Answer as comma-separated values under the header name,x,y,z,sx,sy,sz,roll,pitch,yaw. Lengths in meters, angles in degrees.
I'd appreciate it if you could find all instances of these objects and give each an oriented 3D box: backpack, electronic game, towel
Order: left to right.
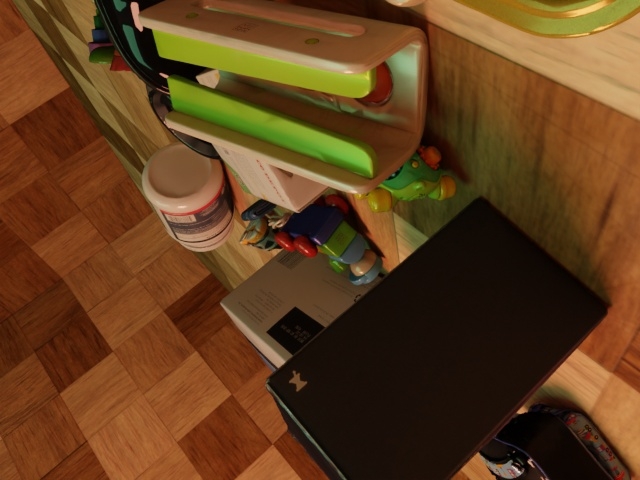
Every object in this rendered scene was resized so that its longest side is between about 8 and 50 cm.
name,x,y,z,sx,sy,sz,roll,pitch,yaw
electronic game,-0.254,-0.245,1.169,0.229,0.048,0.229,30,158,13
towel,-0.133,-0.066,1.262,0.029,0.067,0.119,55,164,-11
backpack,0.304,0.303,0.801,0.158,0.117,0.173,50,164,0

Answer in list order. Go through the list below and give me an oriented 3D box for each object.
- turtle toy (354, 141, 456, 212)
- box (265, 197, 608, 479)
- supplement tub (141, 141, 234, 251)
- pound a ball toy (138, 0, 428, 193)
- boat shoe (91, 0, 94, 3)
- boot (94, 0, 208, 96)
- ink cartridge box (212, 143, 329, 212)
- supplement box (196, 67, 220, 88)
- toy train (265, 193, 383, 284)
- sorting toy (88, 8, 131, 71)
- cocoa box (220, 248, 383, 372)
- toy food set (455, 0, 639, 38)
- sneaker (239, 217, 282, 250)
name,x,y,z,sx,sy,sz,roll,pitch,yaw
turtle toy,0.080,-0.080,0.620,0.130,0.095,0.066,-130,30,-63
box,0.114,0.160,0.664,0.183,0.296,0.294,45,164,21
supplement tub,-0.321,-0.103,1.469,0.191,0.191,0.272,45,163,19
pound a ball toy,-0.018,-0.187,0.541,0.319,0.136,0.208,22,136,30
boat shoe,-0.403,-0.479,1.043,0.223,0.080,0.073,38,166,51
boot,-0.227,-0.343,0.772,0.260,0.131,0.348,27,151,56
ink cartridge box,-0.087,-0.143,0.911,0.154,0.093,0.212,58,164,-27
supplement box,-0.130,-0.235,0.867,0.098,0.036,0.062,-1,130,42
toy train,0.000,0.000,1.011,0.143,0.105,0.248,42,168,-21
sorting toy,-0.414,-0.430,1.204,0.365,0.127,0.126,32,129,50
cocoa box,0.006,0.181,1.132,0.347,0.231,0.228,25,151,57
toy food set,0.108,-0.198,0.315,0.218,0.071,0.128,40,137,27
sneaker,-0.137,-0.011,1.387,0.083,0.084,0.215,26,180,-15
